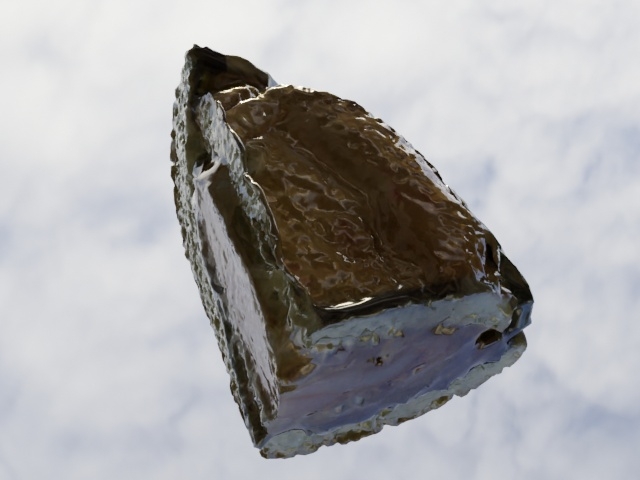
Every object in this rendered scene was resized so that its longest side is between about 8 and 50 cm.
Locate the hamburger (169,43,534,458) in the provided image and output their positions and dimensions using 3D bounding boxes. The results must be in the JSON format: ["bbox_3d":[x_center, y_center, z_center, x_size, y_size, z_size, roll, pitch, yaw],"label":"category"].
[{"bbox_3d":[0.000,0.000,0.641,0.155,0.135,0.208,-11,-129,-31],"label":"hamburger"}]
